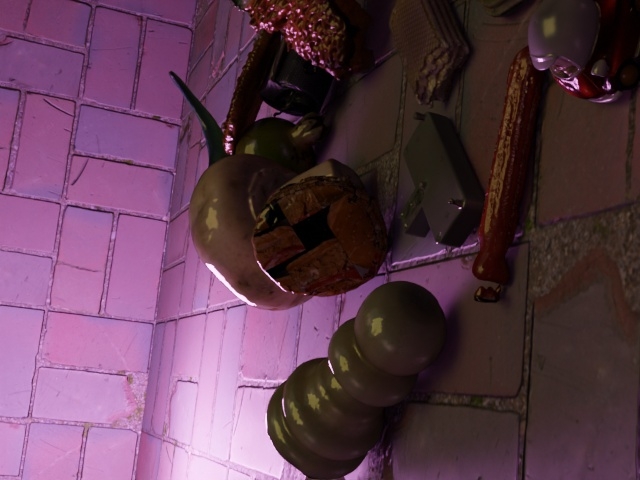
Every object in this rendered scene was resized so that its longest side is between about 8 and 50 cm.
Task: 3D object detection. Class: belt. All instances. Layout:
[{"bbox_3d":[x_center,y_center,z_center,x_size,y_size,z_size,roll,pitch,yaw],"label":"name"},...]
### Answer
[{"bbox_3d":[-0.055,-0.323,1.769,0.126,0.140,0.230,-66,13,-7],"label":"belt"}]

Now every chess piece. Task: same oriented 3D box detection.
[{"bbox_3d":[0.062,0.192,1.248,0.330,0.182,0.182,-57,31,38],"label":"chess piece"}]

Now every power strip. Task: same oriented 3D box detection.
[{"bbox_3d":[0.159,-0.071,1.238,0.215,0.061,0.145,-102,31,-47],"label":"power strip"}]

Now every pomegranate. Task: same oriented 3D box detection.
[{"bbox_3d":[-0.080,-0.193,1.797,0.210,0.179,0.179,-53,25,5],"label":"pomegranate"}]

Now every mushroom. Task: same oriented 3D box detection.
[{"bbox_3d":[-0.063,-0.045,1.582,0.336,0.314,0.314,-27,51,33],"label":"mushroom"}]

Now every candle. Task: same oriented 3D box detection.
[{"bbox_3d":[0.234,-0.084,1.069,0.051,0.048,0.329,11,91,56],"label":"candle"}]

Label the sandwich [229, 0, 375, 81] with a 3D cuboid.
[{"bbox_3d":[0.002,-0.436,1.590,0.250,0.162,0.301,-30,96,44],"label":"sandwich"}]

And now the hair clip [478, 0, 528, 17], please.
[{"bbox_3d":[0.265,-0.365,1.024,0.091,0.138,0.321,-52,17,-10],"label":"hair clip"}]

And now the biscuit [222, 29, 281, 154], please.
[{"bbox_3d":[-0.151,-0.326,1.839,0.305,0.038,0.305,21,-90,-90],"label":"biscuit"}]

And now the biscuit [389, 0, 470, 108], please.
[{"bbox_3d":[0.166,-0.320,1.335,0.238,0.062,0.108,-99,26,-44],"label":"biscuit"}]

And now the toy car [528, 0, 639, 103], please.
[{"bbox_3d":[0.279,-0.225,0.915,0.112,0.112,0.139,-137,58,-67],"label":"toy car"}]

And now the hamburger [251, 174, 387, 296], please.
[{"bbox_3d":[0.000,0.000,1.407,0.107,0.231,0.230,-69,-4,-71],"label":"hamburger"}]

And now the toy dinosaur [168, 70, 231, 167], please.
[{"bbox_3d":[-0.237,-0.137,1.874,0.144,0.500,0.374,-36,10,16],"label":"toy dinosaur"}]

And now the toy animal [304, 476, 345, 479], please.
[{"bbox_3d":[0.010,0.350,1.438,0.181,0.131,0.127,-133,23,-74],"label":"toy animal"}]
